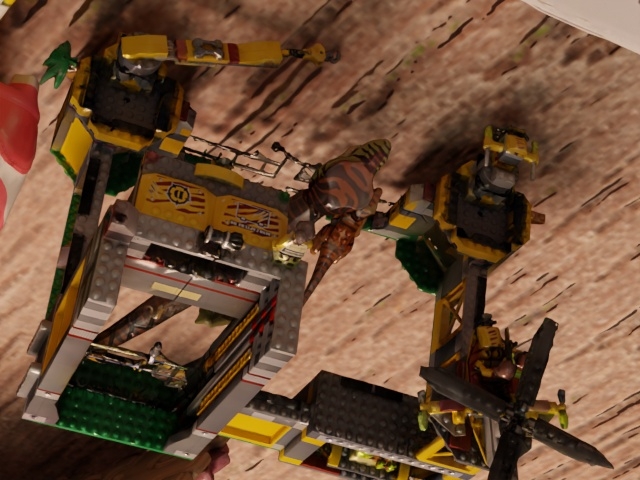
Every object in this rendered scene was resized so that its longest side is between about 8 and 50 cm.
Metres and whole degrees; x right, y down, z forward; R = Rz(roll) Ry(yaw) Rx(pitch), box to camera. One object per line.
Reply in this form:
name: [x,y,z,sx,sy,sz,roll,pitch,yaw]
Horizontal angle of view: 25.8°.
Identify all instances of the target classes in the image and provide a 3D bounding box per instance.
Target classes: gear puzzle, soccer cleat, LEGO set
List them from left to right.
soccer cleat: [-0.208,-0.023,0.764,0.083,0.095,0.248,21,160,-17]
gear puzzle: [-0.223,0.232,1.022,0.338,0.175,0.044,-22,100,22]
LEGO set: [0.000,0.000,0.719,0.331,0.255,0.192,24,148,-11]

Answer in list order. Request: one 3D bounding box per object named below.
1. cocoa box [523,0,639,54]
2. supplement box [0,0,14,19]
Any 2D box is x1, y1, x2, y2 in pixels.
cocoa box: [0.051,-0.257,0.472,0.347,0.228,0.231,19,133,-17]
supplement box: [-0.245,-0.149,0.617,0.194,0.195,0.356,29,129,-25]
